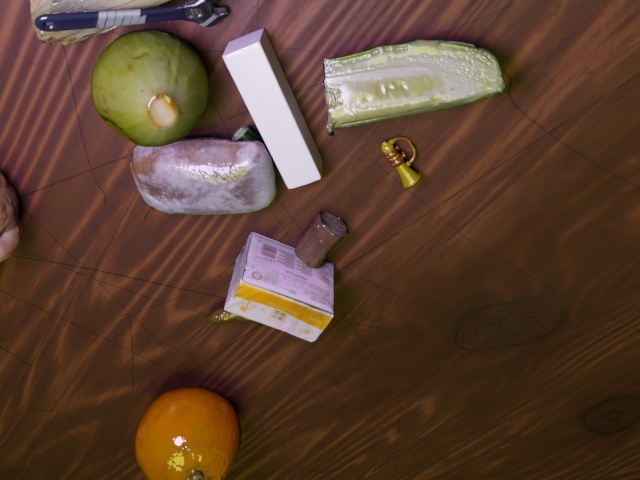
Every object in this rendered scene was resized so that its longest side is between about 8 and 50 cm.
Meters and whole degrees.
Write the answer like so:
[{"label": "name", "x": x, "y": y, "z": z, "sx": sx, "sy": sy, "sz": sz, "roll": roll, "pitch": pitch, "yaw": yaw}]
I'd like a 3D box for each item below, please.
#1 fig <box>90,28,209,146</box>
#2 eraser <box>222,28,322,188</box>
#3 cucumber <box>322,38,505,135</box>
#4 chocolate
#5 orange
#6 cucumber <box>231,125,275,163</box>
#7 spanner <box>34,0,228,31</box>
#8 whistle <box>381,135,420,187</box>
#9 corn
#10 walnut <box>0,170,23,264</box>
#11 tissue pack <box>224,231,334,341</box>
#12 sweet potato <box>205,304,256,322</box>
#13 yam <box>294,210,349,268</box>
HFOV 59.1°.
[{"label": "fig", "x": -0.305, "y": -0.264, "z": 0.996, "sx": 0.207, "sy": 0.230, "sz": 0.207, "roll": 3, "pitch": 115, "yaw": 7}, {"label": "eraser", "x": -0.084, "y": -0.247, "z": 1.097, "sx": 0.076, "sy": 0.078, "sz": 0.298, "roll": -15, "pitch": 126, "yaw": 15}, {"label": "cucumber", "x": 0.164, "y": -0.290, "z": 1.040, "sx": 0.325, "sy": 0.105, "sz": 0.145, "roll": -8, "pitch": 101, "yaw": 9}, {"label": "chocolate", "x": -0.245, "y": -0.118, "z": 1.174, "sx": 0.302, "sy": 0.101, "sz": 0.185, "roll": -1, "pitch": 138, "yaw": 6}, {"label": "orange", "x": -0.381, "y": 0.581, "z": 1.641, "sx": 0.311, "sy": 0.312, "sz": 0.312, "roll": 1, "pitch": 129, "yaw": 2}, {"label": "cucumber", "x": -0.128, "y": -0.194, "z": 1.164, "sx": 0.105, "sy": 0.048, "sz": 0.048, "roll": 34, "pitch": 123, "yaw": -26}, {"label": "spanner", "x": -0.298, "y": -0.372, "z": 0.925, "sx": 0.315, "sy": 0.024, "sz": 0.087, "roll": -15, "pitch": 178, "yaw": -25}, {"label": "whistle", "x": 0.171, "y": -0.167, "z": 1.173, "sx": 0.057, "sy": 0.046, "sz": 0.109, "roll": -17, "pitch": 121, "yaw": 34}, {"label": "corn", "x": -0.346, "y": -0.421, "z": 0.941, "sx": 0.305, "sy": 0.123, "sz": 0.122, "roll": -19, "pitch": 127, "yaw": 18}, {"label": "walnut", "x": -0.782, "y": -0.040, "z": 1.184, "sx": 0.285, "sy": 0.285, "sz": 0.297, "roll": 19, "pitch": 121, "yaw": -12}, {"label": "tissue pack", "x": -0.091, "y": 0.109, "z": 1.316, "sx": 0.225, "sy": 0.185, "sz": 0.124, "roll": 22, "pitch": 127, "yaw": -14}, {"label": "sweet potato", "x": -0.167, "y": 0.181, "z": 1.458, "sx": 0.273, "sy": 0.067, "sz": 0.067, "roll": -10, "pitch": 128, "yaw": 3}, {"label": "yam", "x": -0.001, "y": 0.001, "z": 1.293, "sx": 0.084, "sy": 0.084, "sz": 0.127, "roll": 27, "pitch": 122, "yaw": -18}]
